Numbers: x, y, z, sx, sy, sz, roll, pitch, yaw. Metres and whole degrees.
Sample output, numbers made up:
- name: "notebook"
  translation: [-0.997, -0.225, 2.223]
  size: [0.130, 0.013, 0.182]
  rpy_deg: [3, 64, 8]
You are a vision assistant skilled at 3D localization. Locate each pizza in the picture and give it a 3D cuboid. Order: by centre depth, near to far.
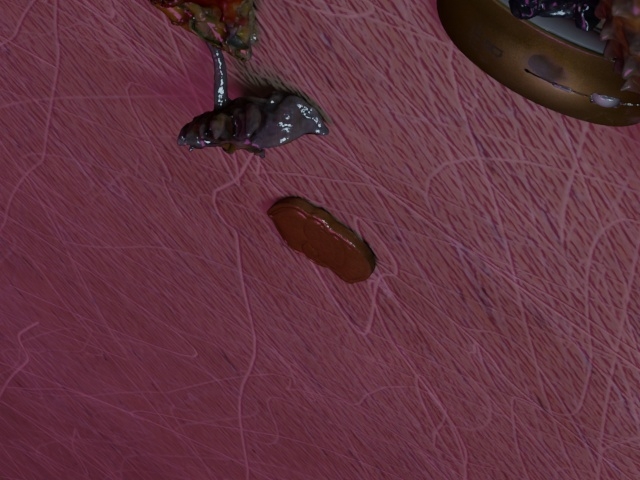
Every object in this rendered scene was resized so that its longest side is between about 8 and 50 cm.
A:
- name: "pizza"
  translation: [-0.121, -0.243, 1.676]
  size: [0.201, 0.053, 0.193]
  rpy_deg: [39, 155, -9]

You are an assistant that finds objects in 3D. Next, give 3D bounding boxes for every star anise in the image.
- name: "star anise"
  translation: [-0.116, -0.185, 1.819]
  size: [0.148, 0.218, 0.227]
  rpy_deg: [-57, -43, -87]

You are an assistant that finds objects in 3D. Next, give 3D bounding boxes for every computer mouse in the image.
- name: "computer mouse"
  translation: [0.176, -0.150, 1.488]
  size: [0.199, 0.045, 0.102]
  rpy_deg: [31, 157, 10]

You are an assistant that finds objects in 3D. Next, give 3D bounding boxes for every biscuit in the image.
- name: "biscuit"
  translation: [0.000, 0.000, 1.997]
  size: [0.130, 0.019, 0.102]
  rpy_deg: [35, 154, 2]

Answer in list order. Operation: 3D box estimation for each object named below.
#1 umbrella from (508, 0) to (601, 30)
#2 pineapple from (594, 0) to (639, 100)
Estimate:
- name: "umbrella"
  translation: [0.191, -0.224, 1.316]
  size: [0.080, 0.071, 0.224]
  rpy_deg: [6, 149, -5]
- name: "pineapple"
  translation: [0.277, -0.128, 1.298]
  size: [0.175, 0.175, 0.361]
  rpy_deg: [25, 166, 20]
